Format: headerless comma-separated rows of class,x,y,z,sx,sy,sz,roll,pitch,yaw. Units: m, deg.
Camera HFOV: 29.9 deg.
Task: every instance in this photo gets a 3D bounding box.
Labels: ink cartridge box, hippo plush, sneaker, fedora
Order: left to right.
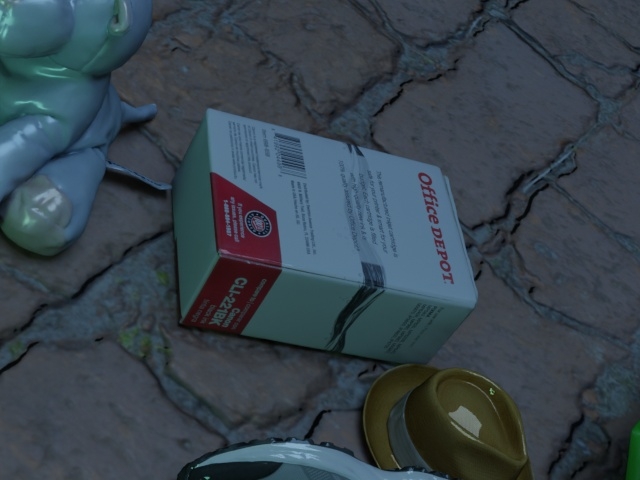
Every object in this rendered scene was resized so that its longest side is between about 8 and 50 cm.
hippo plush,-0.238,-0.142,1.088,0.294,0.236,0.234,8,47,-27
ink cartridge box,0.000,0.000,1.198,0.273,0.114,0.197,12,45,-22
sneaker,0.011,0.233,0.999,0.271,0.100,0.108,16,64,-13
fedora,0.137,0.184,1.137,0.194,0.079,0.194,18,44,-18

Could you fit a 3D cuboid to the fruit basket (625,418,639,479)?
fruit basket,0.480,0.287,1.182,0.392,0.283,0.392,-1,91,-51
